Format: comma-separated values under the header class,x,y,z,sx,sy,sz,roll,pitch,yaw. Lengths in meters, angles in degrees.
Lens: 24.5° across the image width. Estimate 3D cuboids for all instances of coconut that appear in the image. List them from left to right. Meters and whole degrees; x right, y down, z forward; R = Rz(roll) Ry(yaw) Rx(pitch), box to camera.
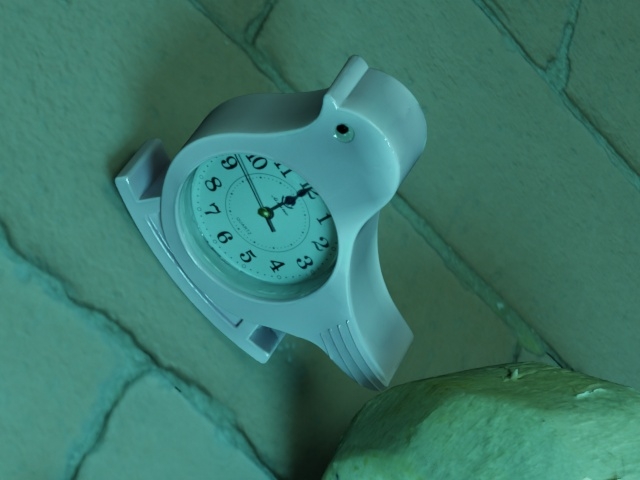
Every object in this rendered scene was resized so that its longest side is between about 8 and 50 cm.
class,x,y,z,sx,sy,sz,roll,pitch,yaw
coconut,0.188,0.272,1.305,0.360,0.346,0.346,-4,73,-40

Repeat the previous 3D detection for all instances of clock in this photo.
class,x,y,z,sx,sy,sz,roll,pitch,yaw
clock,0.000,0.000,1.301,0.290,0.275,0.080,55,35,-17
